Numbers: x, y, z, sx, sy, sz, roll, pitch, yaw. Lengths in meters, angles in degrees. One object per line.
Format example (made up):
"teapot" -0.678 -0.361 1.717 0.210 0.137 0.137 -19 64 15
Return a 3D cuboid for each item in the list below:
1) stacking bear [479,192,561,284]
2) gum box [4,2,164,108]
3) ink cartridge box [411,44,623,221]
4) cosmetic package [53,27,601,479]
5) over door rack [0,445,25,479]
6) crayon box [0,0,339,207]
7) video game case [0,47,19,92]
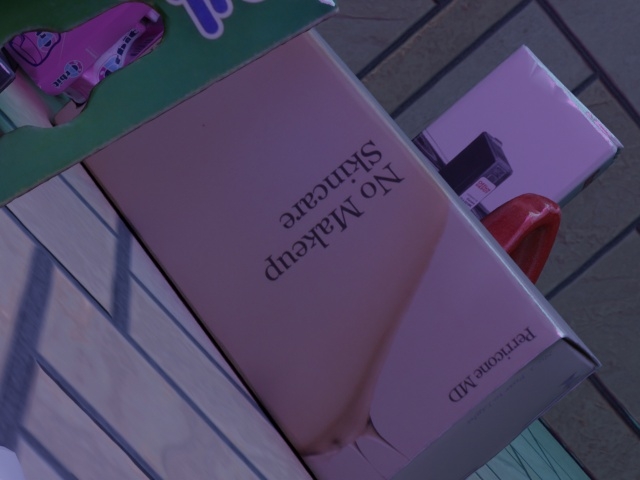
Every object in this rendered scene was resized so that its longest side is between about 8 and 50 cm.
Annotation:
"stacking bear" -0.005 -0.024 1.159 0.289 0.175 0.164 41 -32 24
"gum box" -0.142 -0.167 0.846 0.188 0.107 0.062 50 5 13
"ink cartridge box" 0.102 -0.021 1.350 0.114 0.273 0.197 50 5 6
"cosmetic package" 0.000 0.000 0.976 0.309 0.160 0.113 50 6 24
"over door rack" 0.046 0.173 0.363 0.324 0.108 0.239 51 4 23
"crayon box" -0.143 -0.168 0.462 0.323 0.203 0.083 56 -26 0
"video game case" -0.258 -0.196 0.886 0.275 0.035 0.248 48 5 -15
